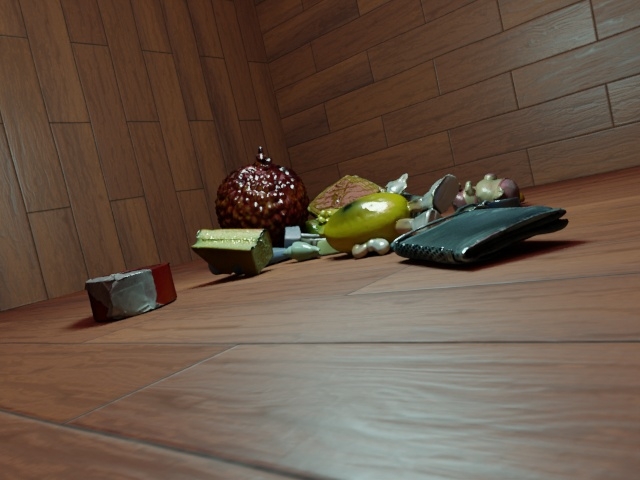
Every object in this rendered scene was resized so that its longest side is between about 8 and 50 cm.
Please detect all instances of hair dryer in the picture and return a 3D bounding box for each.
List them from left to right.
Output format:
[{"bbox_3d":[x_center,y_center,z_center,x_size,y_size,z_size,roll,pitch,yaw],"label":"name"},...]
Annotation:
[{"bbox_3d":[0.500,-0.062,1.450,0.248,0.078,0.195,-3,2,-3],"label":"hair dryer"}]

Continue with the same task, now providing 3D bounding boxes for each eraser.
[{"bbox_3d":[0.080,0.006,1.825,0.117,0.058,0.172,-11,4,36],"label":"eraser"}]

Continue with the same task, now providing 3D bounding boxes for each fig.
[{"bbox_3d":[-0.009,-0.041,2.463,0.156,0.123,0.123,-3,5,11],"label":"fig"}]

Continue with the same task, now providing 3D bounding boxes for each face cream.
[{"bbox_3d":[-0.232,0.063,1.869,0.135,0.086,0.385,-7,1,40],"label":"face cream"}]

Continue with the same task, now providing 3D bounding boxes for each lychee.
[{"bbox_3d":[-0.254,-0.162,2.275,0.424,0.500,0.425,-2,31,1],"label":"lychee"}]

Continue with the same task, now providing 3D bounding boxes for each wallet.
[{"bbox_3d":[0.309,-0.006,1.084,0.237,0.075,0.342,-20,7,-13],"label":"wallet"}]

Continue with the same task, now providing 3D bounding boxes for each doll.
[{"bbox_3d":[0.202,-0.075,1.515,0.348,0.161,0.423,-40,26,-12],"label":"doll"},{"bbox_3d":[0.636,-0.175,2.001,0.255,0.152,0.196,-5,20,36],"label":"doll"}]

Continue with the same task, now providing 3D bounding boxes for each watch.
[{"bbox_3d":[0.573,-0.105,1.777,0.193,0.068,0.206,-11,2,34],"label":"watch"}]

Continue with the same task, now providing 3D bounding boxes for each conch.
[{"bbox_3d":[-0.063,0.046,1.779,0.180,0.088,0.065,-2,53,37],"label":"conch"}]

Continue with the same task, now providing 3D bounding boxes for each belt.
[{"bbox_3d":[-0.517,0.135,1.433,0.227,0.115,0.324,-14,4,-13],"label":"belt"}]

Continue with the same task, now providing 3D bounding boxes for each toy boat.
[{"bbox_3d":[-0.031,0.000,2.099,0.293,0.111,0.276,2,-3,-20],"label":"toy boat"}]

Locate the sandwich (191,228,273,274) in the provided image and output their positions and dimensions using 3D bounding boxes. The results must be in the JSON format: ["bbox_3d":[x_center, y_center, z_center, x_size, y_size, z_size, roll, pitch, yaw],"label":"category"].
[{"bbox_3d":[-0.285,0.031,1.679,0.235,0.128,0.122,3,37,19],"label":"sandwich"}]

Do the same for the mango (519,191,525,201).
[{"bbox_3d":[0.748,-0.175,2.128,0.159,0.084,0.105,-11,9,24],"label":"mango"}]

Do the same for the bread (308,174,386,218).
[{"bbox_3d":[0.134,-0.157,2.485,0.324,0.167,0.277,-37,44,-18],"label":"bread"}]

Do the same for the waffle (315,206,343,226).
[{"bbox_3d":[0.168,-0.087,2.112,0.379,0.095,0.382,1,1,1],"label":"waffle"}]

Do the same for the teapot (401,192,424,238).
[{"bbox_3d":[0.303,-0.070,1.660,0.149,0.162,0.239,7,31,43],"label":"teapot"}]
